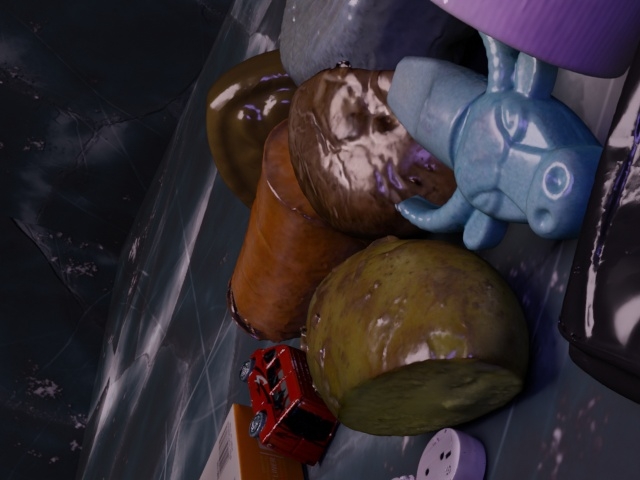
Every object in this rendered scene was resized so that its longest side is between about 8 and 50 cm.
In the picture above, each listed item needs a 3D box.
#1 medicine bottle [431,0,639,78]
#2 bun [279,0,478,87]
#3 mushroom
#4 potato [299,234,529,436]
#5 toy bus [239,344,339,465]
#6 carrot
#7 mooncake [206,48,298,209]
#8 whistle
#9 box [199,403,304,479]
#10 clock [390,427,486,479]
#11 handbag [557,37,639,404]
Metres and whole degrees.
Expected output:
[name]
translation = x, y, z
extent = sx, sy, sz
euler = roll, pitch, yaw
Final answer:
[medicine bottle]
translation = 0.196, -0.288, 0.676
extent = 0.241, 0.241, 0.302
euler = -102, 33, -58
[bun]
translation = 0.087, -0.300, 1.111
extent = 0.354, 0.194, 0.354
euler = -51, 30, 45
[mushroom]
translation = 0.057, -0.072, 0.967
extent = 0.286, 0.156, 0.151
euler = 8, 72, 45
[potato]
translation = 0.071, 0.083, 0.864
extent = 0.298, 0.141, 0.176
euler = 172, 111, -72
[toy bus]
translation = -0.037, 0.181, 1.212
extent = 0.089, 0.081, 0.195
euler = -57, 20, 15
[carrot]
translation = 0.000, 0.000, 1.174
extent = 0.254, 0.196, 0.196
euler = 110, 167, -46
[mooncake]
translation = -0.041, -0.141, 1.303
extent = 0.117, 0.235, 0.235
euler = -97, 30, -56
[whistle]
translation = 0.140, -0.076, 0.775
extent = 0.274, 0.093, 0.186
euler = 41, 126, 46
[box]
translation = -0.094, 0.360, 1.182
extent = 0.274, 0.091, 0.220
euler = -103, 34, -59
[clock]
translation = 0.090, 0.215, 0.840
extent = 0.129, 0.041, 0.087
euler = -49, 24, 42
[handbag]
translation = 0.243, -0.028, 0.551
extent = 0.244, 0.088, 0.275
euler = 20, 91, 69
